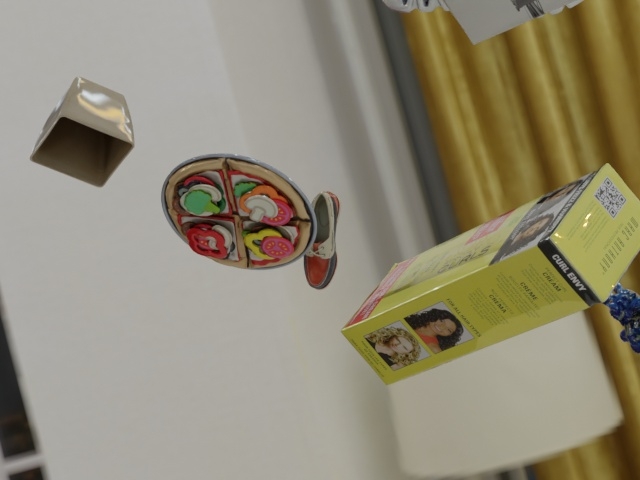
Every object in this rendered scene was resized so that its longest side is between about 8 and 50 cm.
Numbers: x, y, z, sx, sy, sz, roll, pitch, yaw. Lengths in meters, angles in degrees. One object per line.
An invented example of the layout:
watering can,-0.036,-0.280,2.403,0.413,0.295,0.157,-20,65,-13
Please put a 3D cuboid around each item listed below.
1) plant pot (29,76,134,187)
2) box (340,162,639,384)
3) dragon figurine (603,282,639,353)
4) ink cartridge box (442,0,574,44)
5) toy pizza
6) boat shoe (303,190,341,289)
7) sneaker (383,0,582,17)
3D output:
plant pot,-0.316,-0.154,2.134,0.109,0.096,0.109,22,-41,-23
box,0.115,0.027,1.070,0.087,0.058,0.232,-48,12,-35
dragon figurine,0.422,0.077,1.602,0.289,0.085,0.144,18,66,46
ink cartridge box,0.170,-0.215,1.153,0.150,0.063,0.109,-20,23,41
toy pizza,-0.104,-0.027,1.970,0.201,0.201,0.032,-18,37,33
boat shoe,0.000,0.000,2.179,0.049,0.137,0.043,9,2,17
sneaker,0.177,-0.300,1.688,0.236,0.105,0.095,4,32,13
